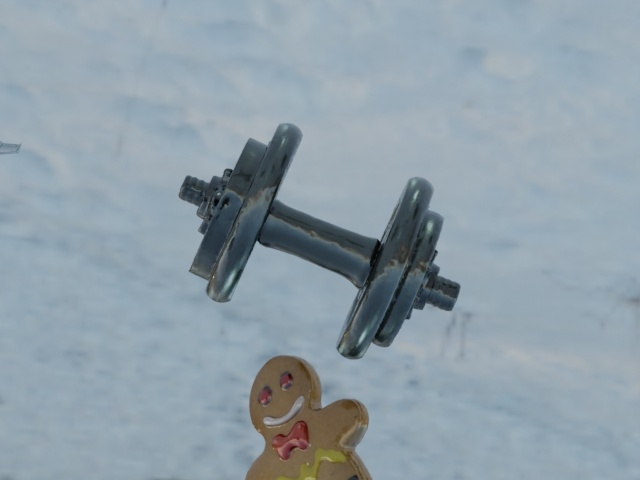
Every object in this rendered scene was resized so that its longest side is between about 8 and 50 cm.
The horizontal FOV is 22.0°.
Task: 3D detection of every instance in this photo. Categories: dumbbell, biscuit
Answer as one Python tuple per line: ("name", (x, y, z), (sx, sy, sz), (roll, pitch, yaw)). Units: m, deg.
("dumbbell", (0.000, 0.000, 1.600), (0.290, 0.192, 0.192), (23, 161, -1))
("biscuit", (-0.014, 0.225, 1.649), (0.165, 0.250, 0.036), (-37, 146, 26))

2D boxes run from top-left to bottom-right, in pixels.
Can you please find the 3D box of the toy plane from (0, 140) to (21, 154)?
("toy plane", (-0.425, -0.123, 1.886), (0.162, 0.171, 0.065), (22, 121, -11))
